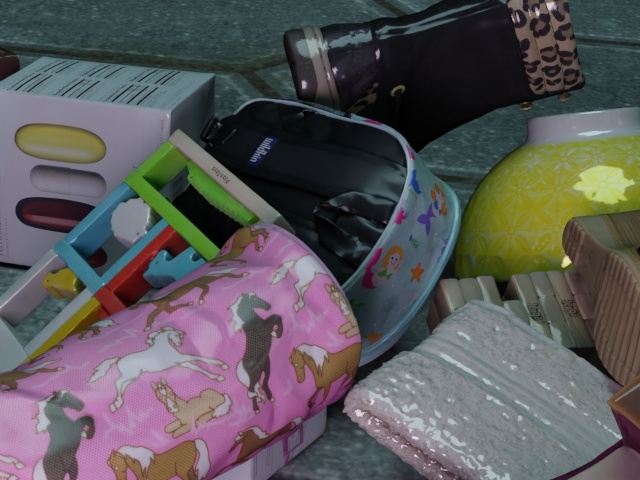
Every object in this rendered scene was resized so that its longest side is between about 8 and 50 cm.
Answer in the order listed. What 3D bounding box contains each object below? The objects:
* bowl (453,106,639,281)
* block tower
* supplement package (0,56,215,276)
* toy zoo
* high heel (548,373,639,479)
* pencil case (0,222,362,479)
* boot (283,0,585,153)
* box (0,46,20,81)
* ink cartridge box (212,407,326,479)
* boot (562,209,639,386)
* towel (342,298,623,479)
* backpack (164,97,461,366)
[{"bbox_3d":[0.271,-0.052,1.462,0.289,0.156,0.289,-6,4,0],"label":"bowl"},{"bbox_3d":[0.265,0.082,1.304,0.335,0.091,0.097,-3,50,-15],"label":"block tower"},{"bbox_3d":[-0.229,-0.077,1.537,0.203,0.194,0.149,7,22,13],"label":"supplement package"},{"bbox_3d":[-0.179,0.047,1.245,0.293,0.030,0.192,-44,42,-6],"label":"toy zoo"},{"bbox_3d":[0.137,0.231,0.934,0.377,0.181,0.127,-32,46,-3],"label":"high heel"},{"bbox_3d":[-0.150,0.124,1.034,0.386,0.160,0.167,-27,68,-31],"label":"pencil case"},{"bbox_3d":[0.129,-0.149,1.537,0.284,0.377,0.138,-18,65,5],"label":"boot"},{"bbox_3d":[-0.516,-0.102,1.561,0.381,0.191,0.143,-11,20,-28],"label":"box"},{"bbox_3d":[-0.061,0.149,1.194,0.088,0.052,0.122,15,25,27],"label":"ink cartridge box"},{"bbox_3d":[0.324,0.052,1.194,0.206,0.090,0.248,8,29,-11],"label":"boot"},{"bbox_3d":[0.174,0.157,1.094,0.282,0.049,0.187,34,38,22],"label":"towel"},{"bbox_3d":[0.000,0.000,1.308,0.253,0.191,0.225,13,67,49],"label":"backpack"}]
